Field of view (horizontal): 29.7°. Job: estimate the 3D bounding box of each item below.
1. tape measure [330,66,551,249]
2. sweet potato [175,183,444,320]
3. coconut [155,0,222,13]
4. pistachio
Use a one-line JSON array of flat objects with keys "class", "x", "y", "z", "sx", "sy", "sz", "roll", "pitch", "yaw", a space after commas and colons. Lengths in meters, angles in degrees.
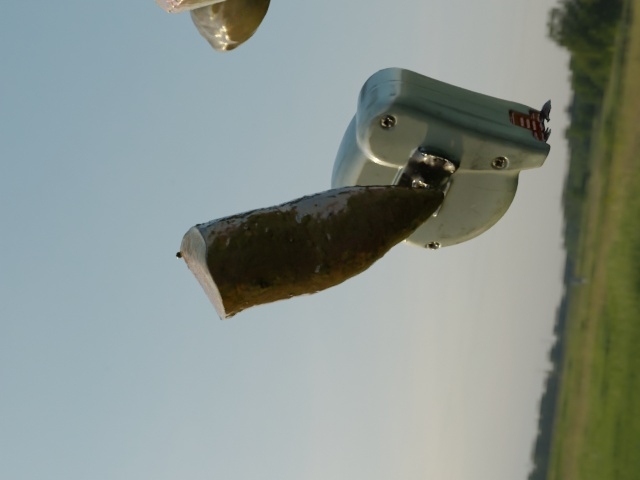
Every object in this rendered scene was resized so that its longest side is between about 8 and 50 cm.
[{"class": "tape measure", "x": 0.159, "y": -0.110, "z": 1.691, "sx": 0.130, "sy": 0.258, "sz": 0.265, "roll": -88, "pitch": 17, "yaw": -52}, {"class": "sweet potato", "x": 0.001, "y": 0.001, "z": 1.434, "sx": 0.131, "sy": 0.337, "sz": 0.131, "roll": 41, "pitch": 138, "yaw": 51}, {"class": "coconut", "x": -0.206, "y": -0.457, "z": 1.790, "sx": 0.233, "sy": 0.245, "sz": 0.233, "roll": -53, "pitch": 2, "yaw": 3}, {"class": "pistachio", "x": -0.161, "y": -0.491, "z": 2.250, "sx": 0.181, "sy": 0.162, "sz": 0.293, "roll": -34, "pitch": -41, "yaw": -63}]
